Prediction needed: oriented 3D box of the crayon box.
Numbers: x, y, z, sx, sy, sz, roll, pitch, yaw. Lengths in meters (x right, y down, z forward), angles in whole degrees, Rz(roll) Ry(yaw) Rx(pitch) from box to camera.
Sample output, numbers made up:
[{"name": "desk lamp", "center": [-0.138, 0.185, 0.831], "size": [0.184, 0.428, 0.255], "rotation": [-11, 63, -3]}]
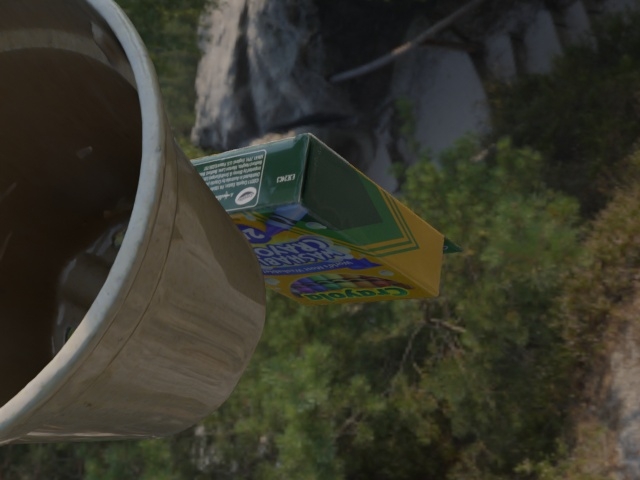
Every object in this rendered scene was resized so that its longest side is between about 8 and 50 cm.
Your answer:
[{"name": "crayon box", "center": [0.000, 0.000, 0.972], "size": [0.203, 0.323, 0.083], "rotation": [-7, 65, 37]}]

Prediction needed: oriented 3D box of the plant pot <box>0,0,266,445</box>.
[{"name": "plant pot", "center": [-0.197, 0.022, 0.633], "size": [0.305, 0.334, 0.333], "rotation": [47, -145, -63]}]
